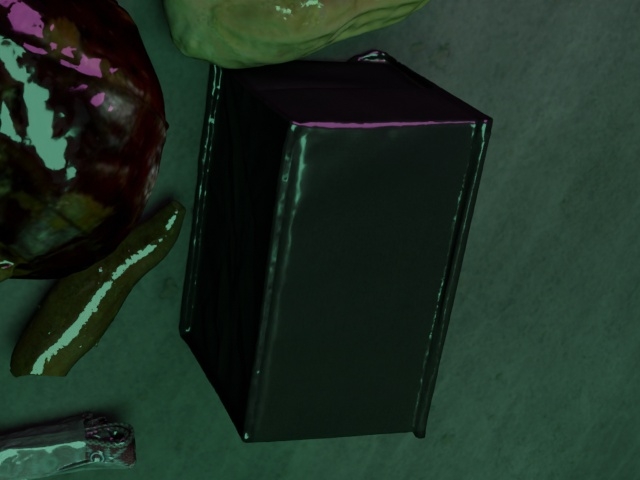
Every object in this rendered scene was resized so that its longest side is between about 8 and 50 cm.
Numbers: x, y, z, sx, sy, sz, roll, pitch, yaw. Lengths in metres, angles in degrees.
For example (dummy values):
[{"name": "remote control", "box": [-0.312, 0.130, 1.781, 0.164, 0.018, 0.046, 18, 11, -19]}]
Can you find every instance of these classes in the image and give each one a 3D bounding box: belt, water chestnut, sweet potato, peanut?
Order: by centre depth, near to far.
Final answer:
[{"name": "water chestnut", "box": [-0.285, -0.144, 1.083, 0.335, 0.335, 0.347, 30, 69, -29]}, {"name": "peanut", "box": [0.000, -0.259, 1.216, 0.313, 0.152, 0.152, -18, 118, -16]}, {"name": "sweet potato", "box": [-0.231, 0.050, 1.303, 0.244, 0.077, 0.077, -50, 121, -5]}, {"name": "belt", "box": [-0.316, 0.231, 1.345, 0.232, 0.071, 0.053, -7, 108, -15]}]

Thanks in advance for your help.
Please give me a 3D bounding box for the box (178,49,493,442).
[{"name": "box", "box": [0.001, 0.000, 1.265, 0.204, 0.251, 0.345, 0, 112, -22]}]
